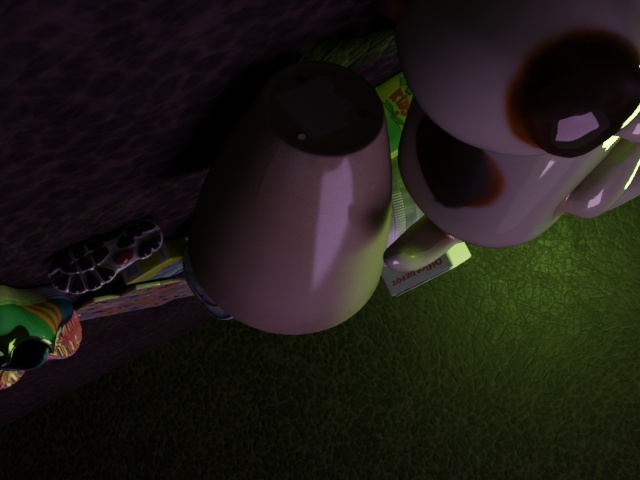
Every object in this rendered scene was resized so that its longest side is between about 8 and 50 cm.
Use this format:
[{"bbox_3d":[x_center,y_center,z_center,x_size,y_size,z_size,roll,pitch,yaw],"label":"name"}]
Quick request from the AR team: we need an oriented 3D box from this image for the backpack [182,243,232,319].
[{"bbox_3d":[-0.150,0.044,1.268,0.144,0.166,0.188,-24,157,-51],"label":"backpack"}]

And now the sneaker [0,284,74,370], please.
[{"bbox_3d":[-0.450,0.141,1.119,0.108,0.121,0.302,-27,174,3],"label":"sneaker"}]

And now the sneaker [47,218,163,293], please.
[{"bbox_3d":[-0.307,0.028,1.069,0.170,0.068,0.071,-25,180,-25],"label":"sneaker"}]

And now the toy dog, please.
[{"bbox_3d":[0.175,-0.157,0.685,0.395,0.284,0.408,-35,163,4],"label":"toy dog"}]

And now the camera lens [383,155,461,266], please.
[{"bbox_3d":[0.125,-0.076,1.229,0.274,0.219,0.219,-16,170,-23],"label":"camera lens"}]

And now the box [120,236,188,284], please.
[{"bbox_3d":[-0.274,0.033,1.356,0.109,0.042,0.178,-29,173,20],"label":"box"}]

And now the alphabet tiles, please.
[{"bbox_3d":[-0.357,0.117,1.545,0.342,0.011,0.285,-9,168,-46],"label":"alphabet tiles"}]

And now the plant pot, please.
[{"bbox_3d":[-0.022,-0.063,0.847,0.256,0.256,0.274,-25,157,-23],"label":"plant pot"}]

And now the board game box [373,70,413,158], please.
[{"bbox_3d":[0.127,-0.185,1.013,0.181,0.092,0.043,-29,173,19],"label":"board game box"}]

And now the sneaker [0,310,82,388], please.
[{"bbox_3d":[-0.524,0.179,1.283,0.111,0.103,0.252,-10,-173,26],"label":"sneaker"}]

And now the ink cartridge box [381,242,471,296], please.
[{"bbox_3d":[0.219,-0.028,1.862,0.201,0.278,0.117,-31,173,36],"label":"ink cartridge box"}]
